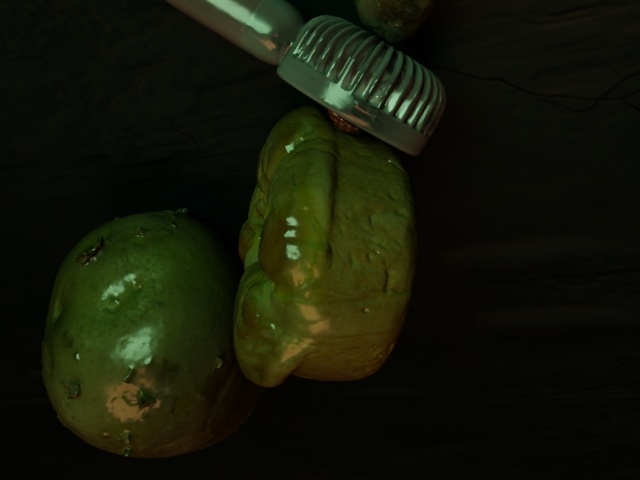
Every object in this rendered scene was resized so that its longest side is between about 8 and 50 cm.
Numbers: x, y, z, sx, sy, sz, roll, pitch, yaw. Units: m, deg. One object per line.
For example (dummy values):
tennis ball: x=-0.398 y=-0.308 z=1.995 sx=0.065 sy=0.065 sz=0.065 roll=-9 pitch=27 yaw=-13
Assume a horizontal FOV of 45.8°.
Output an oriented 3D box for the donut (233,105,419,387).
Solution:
donut: x=0.000 y=0.000 z=0.657 sx=0.128 sy=0.261 sz=0.208 roll=10 pitch=121 yaw=-11

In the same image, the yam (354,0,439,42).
yam: x=0.104 y=-0.229 z=0.482 sx=0.061 sy=0.061 sz=0.253 roll=26 pitch=141 yaw=-14

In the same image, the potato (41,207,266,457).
potato: x=-0.172 y=0.111 z=0.870 sx=0.219 sy=0.269 sz=0.359 roll=0 pitch=164 yaw=9

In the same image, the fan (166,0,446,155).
fan: x=-0.017 y=-0.148 z=0.589 sx=0.244 sy=0.130 sz=0.074 roll=31 pitch=102 yaw=0
